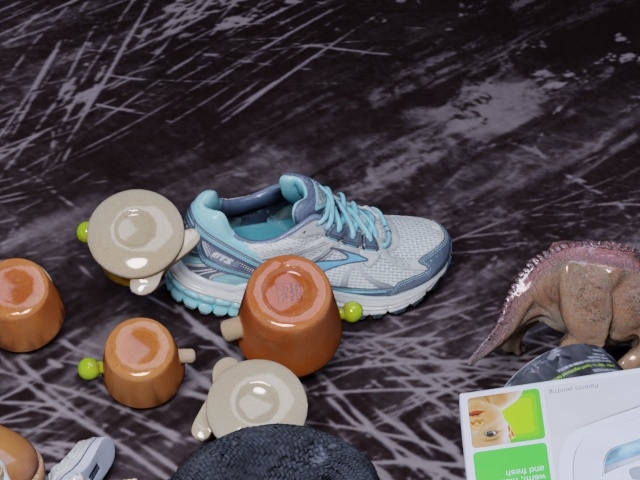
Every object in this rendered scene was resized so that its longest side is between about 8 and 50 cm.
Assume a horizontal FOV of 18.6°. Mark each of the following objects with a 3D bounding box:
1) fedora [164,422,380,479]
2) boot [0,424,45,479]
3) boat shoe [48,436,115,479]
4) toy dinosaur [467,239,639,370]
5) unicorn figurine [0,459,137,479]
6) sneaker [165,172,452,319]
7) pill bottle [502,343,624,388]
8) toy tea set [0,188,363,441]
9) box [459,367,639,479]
[{"bbox_3d":[-0.049,0.244,1.448,0.334,0.152,0.334,8,35,-5],"label":"fedora"},{"bbox_3d":[-0.345,0.094,1.509,0.284,0.220,0.109,16,35,6],"label":"boot"},{"bbox_3d":[-0.203,0.194,1.580,0.035,0.035,0.100,-4,32,26],"label":"boat shoe"},{"bbox_3d":[0.270,0.042,1.777,0.296,0.200,0.127,-1,37,-16],"label":"toy dinosaur"},{"bbox_3d":[-0.230,0.213,1.479,0.060,0.111,0.162,21,69,37],"label":"unicorn figurine"},{"bbox_3d":[0.000,0.000,1.824,0.283,0.122,0.110,-5,39,-22],"label":"sneaker"},{"bbox_3d":[0.250,0.207,1.604,0.130,0.130,0.245,-8,40,-26],"label":"pill bottle"},{"bbox_3d":[-0.134,0.076,1.723,0.336,0.124,0.200,23,66,10],"label":"toy tea set"},{"bbox_3d":[0.245,0.221,1.429,0.262,0.126,0.231,-8,51,8],"label":"box"}]
